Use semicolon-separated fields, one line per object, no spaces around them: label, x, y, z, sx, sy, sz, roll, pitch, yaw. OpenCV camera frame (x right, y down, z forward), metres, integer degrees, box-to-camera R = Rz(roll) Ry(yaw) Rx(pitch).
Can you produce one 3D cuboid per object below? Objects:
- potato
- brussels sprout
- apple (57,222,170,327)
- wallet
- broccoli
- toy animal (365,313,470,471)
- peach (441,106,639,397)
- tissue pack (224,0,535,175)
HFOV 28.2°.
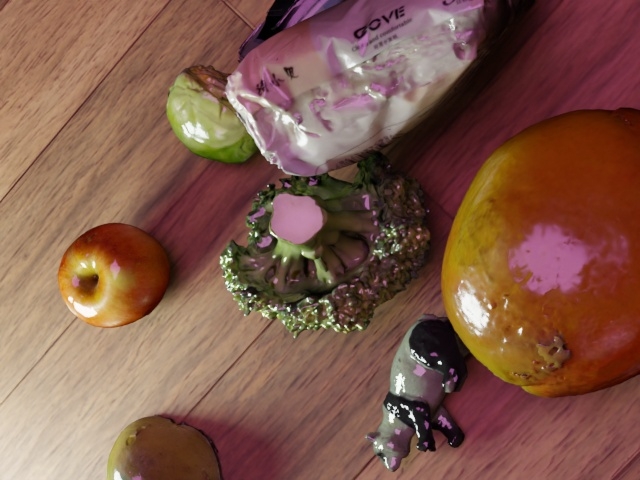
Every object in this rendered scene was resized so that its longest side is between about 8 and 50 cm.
potato;-0.248;0.348;1.834;0.182;0.117;0.202;-20;74;22
brussels sprout;-0.160;-0.180;1.877;0.122;0.149;0.151;-63;25;18
apple;-0.305;0.051;1.901;0.163;0.139;0.163;2;94;26
wallet;-0.035;-0.335;1.846;0.231;0.069;0.170;-47;24;2
broccoli;0.013;0.009;1.724;0.235;0.260;0.288;36;94;-11
toy animal;0.139;0.205;1.707;0.121;0.094;0.225;25;100;34
peach;0.314;0.004;1.548;0.290;0.372;0.373;35;96;-10
tissue pack;0.102;-0.238;1.660;0.375;0.390;0.195;-25;95;21
